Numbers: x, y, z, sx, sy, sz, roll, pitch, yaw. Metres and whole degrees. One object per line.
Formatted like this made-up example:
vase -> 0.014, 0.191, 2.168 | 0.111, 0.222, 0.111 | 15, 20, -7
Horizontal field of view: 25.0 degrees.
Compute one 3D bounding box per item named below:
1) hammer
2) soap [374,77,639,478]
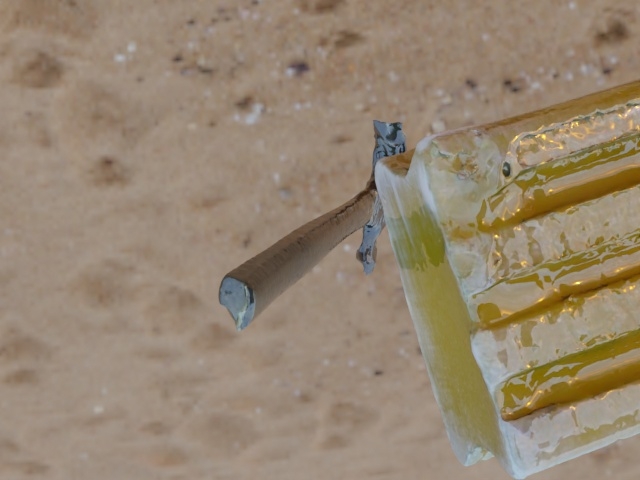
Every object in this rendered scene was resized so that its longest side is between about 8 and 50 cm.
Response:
hammer -> 0.001, 0.000, 0.924 | 0.027, 0.297, 0.125 | 17, 110, 16
soap -> 0.181, 0.000, 0.739 | 0.274, 0.173, 0.089 | -17, -176, -18
